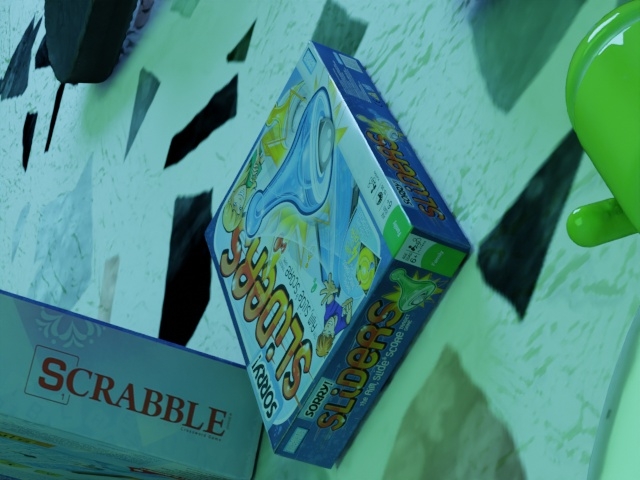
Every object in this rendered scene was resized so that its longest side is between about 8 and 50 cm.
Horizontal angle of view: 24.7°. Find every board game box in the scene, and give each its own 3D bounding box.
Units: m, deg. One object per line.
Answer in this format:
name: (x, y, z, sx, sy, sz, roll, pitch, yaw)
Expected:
board game box: (-0.240, 0.079, 0.854, 0.318, 0.318, 0.066, -19, 55, 58)
board game box: (0.000, 0.000, 0.751, 0.136, 0.035, 0.201, -60, 27, 22)

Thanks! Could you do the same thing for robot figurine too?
robot figurine: (0.123, -0.039, 0.492, 0.115, 0.067, 0.101, -108, 31, -52)

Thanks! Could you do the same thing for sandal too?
sandal: (-0.178, -0.298, 1.118, 0.446, 0.107, 0.167, 113, 147, -42)

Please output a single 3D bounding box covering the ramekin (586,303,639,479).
ramekin: (0.163, 0.062, 0.274, 0.273, 0.127, 0.273, -44, 36, 45)
